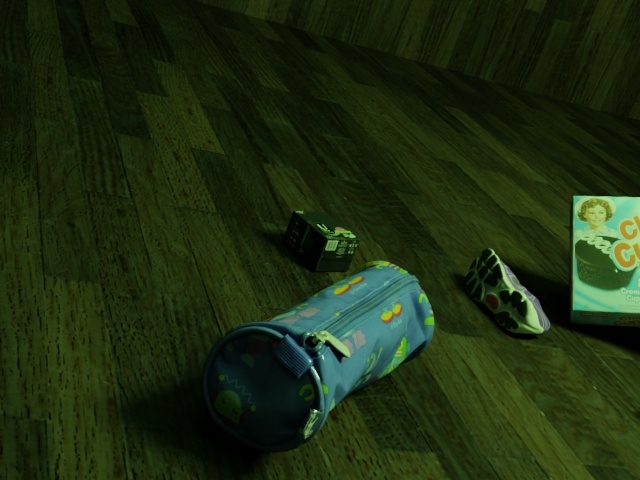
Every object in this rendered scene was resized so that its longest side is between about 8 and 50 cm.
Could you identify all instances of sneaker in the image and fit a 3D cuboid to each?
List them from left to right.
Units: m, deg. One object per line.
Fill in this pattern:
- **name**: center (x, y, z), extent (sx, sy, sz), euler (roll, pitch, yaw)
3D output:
- **sneaker**: center (0.263, 0.079, 1.312), extent (0.071, 0.068, 0.170), euler (23, 25, -35)

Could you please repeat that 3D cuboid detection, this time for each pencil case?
- **pencil case**: center (0.012, 0.103, 0.917), extent (0.119, 0.133, 0.306), euler (51, 28, 10)

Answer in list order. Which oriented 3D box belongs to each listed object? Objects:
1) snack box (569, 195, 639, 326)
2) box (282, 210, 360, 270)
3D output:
- **snack box**: center (0.526, 0.032, 1.341), extent (0.322, 0.187, 0.060), euler (2, -26, 11)
- **box**: center (0.000, 0.000, 1.264), extent (0.062, 0.052, 0.083), euler (2, 27, -41)
